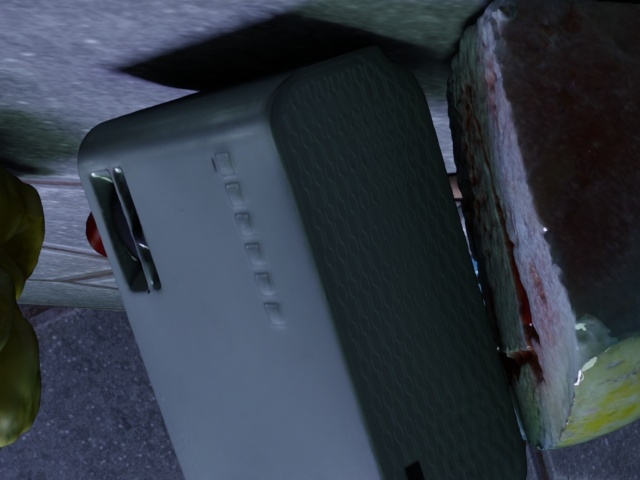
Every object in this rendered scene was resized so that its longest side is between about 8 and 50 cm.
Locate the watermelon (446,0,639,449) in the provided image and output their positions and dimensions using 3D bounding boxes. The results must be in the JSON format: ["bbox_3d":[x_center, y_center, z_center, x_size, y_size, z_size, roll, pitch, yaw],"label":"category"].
[{"bbox_3d":[0.161,-0.040,0.663,0.261,0.201,0.213,-40,173,-4],"label":"watermelon"}]

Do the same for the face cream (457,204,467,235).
[{"bbox_3d":[0.168,-0.015,1.189,0.130,0.034,0.034,5,173,-14],"label":"face cream"}]

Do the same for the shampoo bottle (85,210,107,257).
[{"bbox_3d":[-0.141,-0.021,1.130,0.102,0.064,0.260,5,173,-12],"label":"shampoo bottle"}]

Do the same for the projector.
[{"bbox_3d":[-0.013,0.034,0.734,0.108,0.250,0.198,-25,-169,-36],"label":"projector"}]

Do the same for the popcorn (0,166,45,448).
[{"bbox_3d":[-0.352,0.087,1.031,0.292,0.334,0.293,5,133,-25],"label":"popcorn"}]

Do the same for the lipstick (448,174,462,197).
[{"bbox_3d":[0.119,-0.043,1.032,0.019,0.019,0.094,9,170,-42],"label":"lipstick"}]

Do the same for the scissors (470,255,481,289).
[{"bbox_3d":[0.210,0.058,1.816,0.192,0.029,0.447,5,173,-12],"label":"scissors"}]
